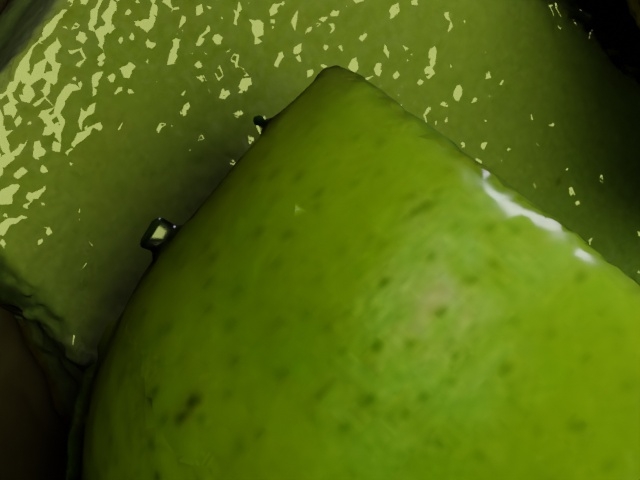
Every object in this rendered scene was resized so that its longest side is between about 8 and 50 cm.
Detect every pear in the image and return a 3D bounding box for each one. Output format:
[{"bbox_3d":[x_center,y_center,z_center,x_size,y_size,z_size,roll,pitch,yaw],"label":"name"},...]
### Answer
[{"bbox_3d":[0.082,0.116,0.475,0.292,0.292,0.159,39,87,-22],"label":"pear"}]

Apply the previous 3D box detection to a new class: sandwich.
[{"bbox_3d":[0.000,0.000,0.570,0.245,0.063,0.212,39,81,-22],"label":"sandwich"}]

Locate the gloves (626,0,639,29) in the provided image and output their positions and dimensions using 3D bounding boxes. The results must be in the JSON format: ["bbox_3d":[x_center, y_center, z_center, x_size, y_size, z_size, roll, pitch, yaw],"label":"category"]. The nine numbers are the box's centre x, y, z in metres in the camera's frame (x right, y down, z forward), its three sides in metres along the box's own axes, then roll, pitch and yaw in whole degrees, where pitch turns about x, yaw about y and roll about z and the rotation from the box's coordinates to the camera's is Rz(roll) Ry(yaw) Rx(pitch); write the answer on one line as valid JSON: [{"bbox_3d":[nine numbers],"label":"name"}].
[{"bbox_3d":[0.135,-0.160,0.558,0.203,0.155,0.356,13,70,-50],"label":"gloves"}]
